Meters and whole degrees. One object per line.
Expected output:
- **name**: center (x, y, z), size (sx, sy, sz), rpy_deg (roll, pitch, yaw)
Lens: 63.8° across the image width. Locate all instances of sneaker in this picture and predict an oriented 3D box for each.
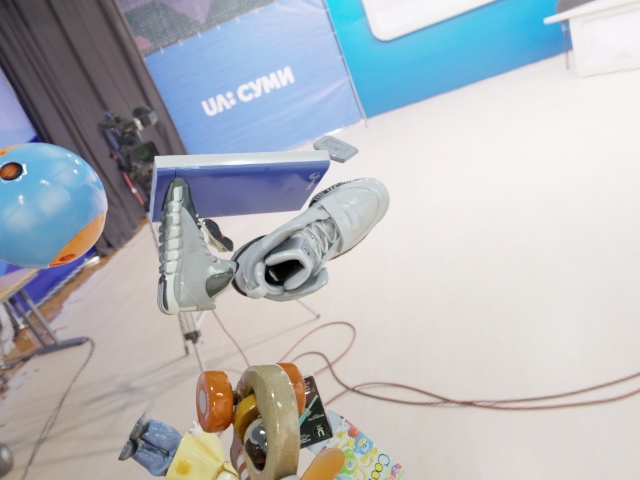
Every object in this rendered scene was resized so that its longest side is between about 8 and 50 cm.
- **sneaker**: center (0.000, 0.000, 0.957), size (0.365, 0.137, 0.210), rpy_deg (-32, 11, -10)
- **sneaker**: center (-0.373, -0.010, 1.781), size (0.075, 0.161, 0.057), rpy_deg (-13, 46, 28)
- **sneaker**: center (-0.203, 0.012, 0.875), size (0.132, 0.229, 0.086), rpy_deg (4, -5, -27)

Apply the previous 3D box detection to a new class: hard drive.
- **hard drive**: center (-0.162, -0.104, 1.008), size (0.318, 0.040, 0.210), rpy_deg (-6, -20, -23)

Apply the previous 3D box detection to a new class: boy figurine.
- **boy figurine**: center (-0.278, 0.482, 1.090), size (0.177, 0.285, 0.092), rpy_deg (-60, 3, -6)

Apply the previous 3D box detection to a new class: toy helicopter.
- **toy helicopter**: center (-0.066, 0.342, 0.668), size (0.140, 0.355, 0.235), rpy_deg (1, 2, -30)

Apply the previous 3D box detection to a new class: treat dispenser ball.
- **treat dispenser ball**: center (-0.643, -0.079, 1.179), size (0.288, 0.288, 0.288), rpy_deg (-18, 23, 8)

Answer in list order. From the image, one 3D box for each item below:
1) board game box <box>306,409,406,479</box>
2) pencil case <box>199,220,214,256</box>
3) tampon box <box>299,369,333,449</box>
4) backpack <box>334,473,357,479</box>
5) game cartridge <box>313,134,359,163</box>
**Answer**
- **board game box**: center (0.110, 0.691, 1.636), size (0.144, 0.275, 0.142), rpy_deg (-51, 11, -18)
- **pencil case**: center (-0.307, -0.030, 1.193), size (0.086, 0.206, 0.088), rpy_deg (1, 28, 28)
- **tampon box**: center (-0.050, 0.433, 1.313), size (0.120, 0.161, 0.101), rpy_deg (-18, -5, -3)
- **backpack**: center (0.032, 0.509, 0.916), size (0.166, 0.188, 0.144), rpy_deg (41, 46, 20)
- **game cartridge**: center (0.028, -0.183, 1.031), size (0.083, 0.017, 0.056), rpy_deg (31, 48, 27)
